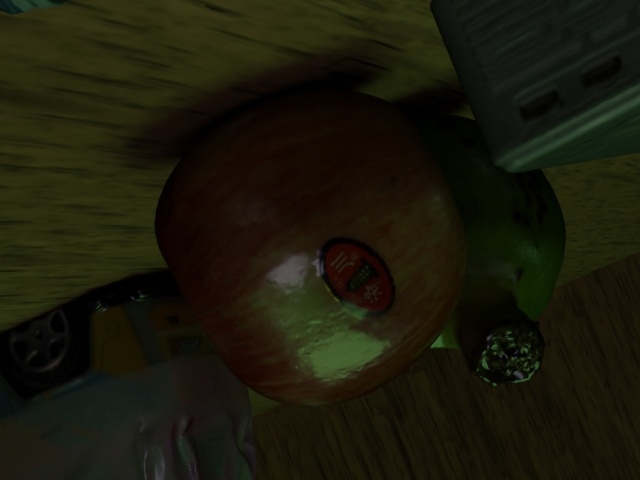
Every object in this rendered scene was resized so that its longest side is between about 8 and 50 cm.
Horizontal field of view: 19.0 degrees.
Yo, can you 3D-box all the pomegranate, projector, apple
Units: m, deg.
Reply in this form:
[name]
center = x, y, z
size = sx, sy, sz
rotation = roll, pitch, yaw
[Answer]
[pomegranate]
center = 0.062, -0.004, 1.013
size = 0.143, 0.122, 0.169
rotation = -6, -159, -20
[projector]
center = 0.185, -0.114, 0.743
size = 0.192, 0.099, 0.256
rotation = -26, 170, 36
[apple]
center = 0.000, 0.000, 0.867
size = 0.131, 0.146, 0.146
rotation = -31, 172, 0

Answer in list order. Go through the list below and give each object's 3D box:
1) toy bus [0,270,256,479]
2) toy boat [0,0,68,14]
[toy bus]
center = -0.218, 0.163, 1.286
size = 0.386, 0.162, 0.171
rotation = -25, 171, 18
[toy boat]
center = -0.045, -0.094, 0.474
size = 0.149, 0.034, 0.105
rotation = -24, 174, 19
